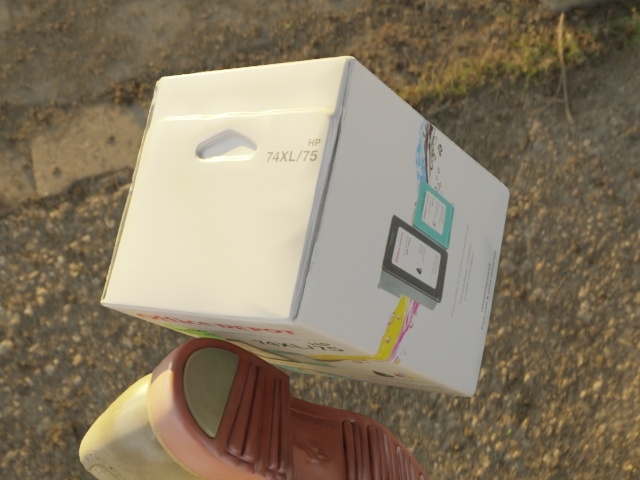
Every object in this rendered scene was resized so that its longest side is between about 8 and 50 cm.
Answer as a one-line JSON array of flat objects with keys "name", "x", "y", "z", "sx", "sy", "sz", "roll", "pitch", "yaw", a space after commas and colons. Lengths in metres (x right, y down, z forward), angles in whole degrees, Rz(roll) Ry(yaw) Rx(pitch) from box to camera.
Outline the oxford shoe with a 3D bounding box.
[{"name": "oxford shoe", "x": -0.023, "y": 0.222, "z": 0.808, "sx": 0.146, "sy": 0.397, "sz": 0.140, "roll": -32, "pitch": 33, "yaw": 27}]

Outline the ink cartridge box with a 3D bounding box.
[{"name": "ink cartridge box", "x": 0.000, "y": 0.000, "z": 0.779, "sx": 0.198, "sy": 0.270, "sz": 0.197, "roll": 2, "pitch": 73, "yaw": 37}]
